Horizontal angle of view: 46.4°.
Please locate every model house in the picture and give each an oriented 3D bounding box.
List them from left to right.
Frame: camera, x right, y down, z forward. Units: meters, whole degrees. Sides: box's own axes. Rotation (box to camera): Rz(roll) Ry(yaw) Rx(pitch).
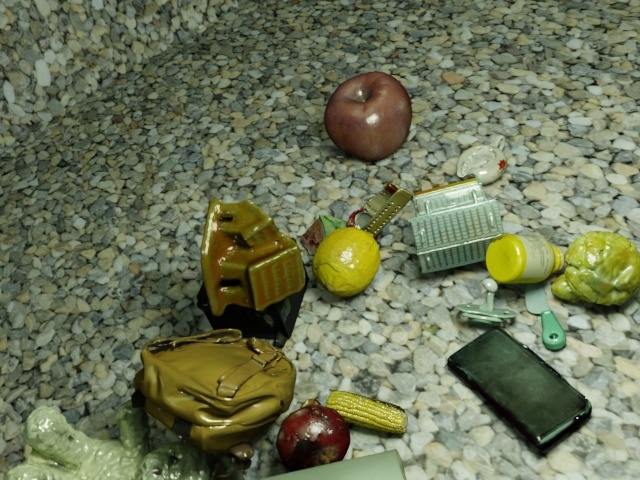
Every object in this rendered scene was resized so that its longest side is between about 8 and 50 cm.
[{"bbox_3d":[-0.162,0.037,1.831,0.239,0.268,0.173,1,29,18],"label":"model house"},{"bbox_3d":[0.348,-0.038,1.950,0.224,0.198,0.215,-12,23,7],"label":"model house"}]

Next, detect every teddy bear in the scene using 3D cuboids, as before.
[{"bbox_3d":[-0.414,0.508,1.636,0.362,0.375,0.327,-11,53,31],"label":"teddy bear"}]

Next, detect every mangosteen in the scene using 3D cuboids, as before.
[{"bbox_3d":[-0.023,0.442,1.677,0.166,0.166,0.180,-31,18,-11],"label":"mangosteen"}]

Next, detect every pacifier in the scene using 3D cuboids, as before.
[{"bbox_3d":[0.404,0.151,1.823,0.150,0.117,0.126,10,11,33],"label":"pacifier"}]

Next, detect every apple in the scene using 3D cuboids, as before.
[{"bbox_3d":[0.156,-0.390,2.386,0.305,0.235,0.306,-13,45,13],"label":"apple"}]

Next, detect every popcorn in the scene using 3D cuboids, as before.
[{"bbox_3d":[0.651,0.073,1.780,0.198,0.212,0.198,20,45,-21],"label":"popcorn"}]

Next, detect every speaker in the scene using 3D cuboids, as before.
[{"bbox_3d":[-0.184,0.135,2.019,0.232,0.184,0.254,-1,45,20],"label":"speaker"}]

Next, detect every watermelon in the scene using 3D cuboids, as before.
[{"bbox_3d":[0.001,-0.010,2.155,0.158,0.121,0.098,-12,65,15],"label":"watermelon"}]

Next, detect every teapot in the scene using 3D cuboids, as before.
[{"bbox_3d":[0.480,-0.227,2.200,0.145,0.092,0.226,23,57,34],"label":"teapot"}]

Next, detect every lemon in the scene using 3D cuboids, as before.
[{"bbox_3d":[0.070,0.055,2.007,0.180,0.180,0.193,21,87,36],"label":"lemon"}]

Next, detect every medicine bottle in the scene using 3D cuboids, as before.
[{"bbox_3d":[0.524,0.046,1.844,0.212,0.122,0.122,1,33,-30],"label":"medicine bottle"}]

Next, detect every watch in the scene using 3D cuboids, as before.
[{"bbox_3d":[0.177,-0.093,2.072,0.268,0.102,0.165,-47,12,41],"label":"watch"}]

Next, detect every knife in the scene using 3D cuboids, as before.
[{"bbox_3d":[0.540,0.167,1.829,0.063,0.035,0.260,-19,36,12],"label":"knife"}]

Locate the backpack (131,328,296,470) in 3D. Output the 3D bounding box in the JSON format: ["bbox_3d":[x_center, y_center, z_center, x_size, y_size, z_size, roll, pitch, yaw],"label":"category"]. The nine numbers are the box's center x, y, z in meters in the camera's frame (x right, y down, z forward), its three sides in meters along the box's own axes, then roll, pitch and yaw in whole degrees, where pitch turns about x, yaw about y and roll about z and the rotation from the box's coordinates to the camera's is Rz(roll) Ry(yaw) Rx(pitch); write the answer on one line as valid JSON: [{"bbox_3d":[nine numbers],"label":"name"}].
[{"bbox_3d":[-0.226,0.339,1.718,0.353,0.201,0.378,28,21,39],"label":"backpack"}]

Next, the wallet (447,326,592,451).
[{"bbox_3d":[0.445,0.323,1.685,0.172,0.045,0.318,-31,40,-15],"label":"wallet"}]

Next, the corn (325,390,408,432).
[{"bbox_3d":[0.106,0.397,1.727,0.203,0.072,0.072,9,50,26],"label":"corn"}]

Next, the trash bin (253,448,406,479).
[{"bbox_3d":[-0.025,0.579,1.445,0.432,0.280,0.280,-15,43,1],"label":"trash bin"}]
